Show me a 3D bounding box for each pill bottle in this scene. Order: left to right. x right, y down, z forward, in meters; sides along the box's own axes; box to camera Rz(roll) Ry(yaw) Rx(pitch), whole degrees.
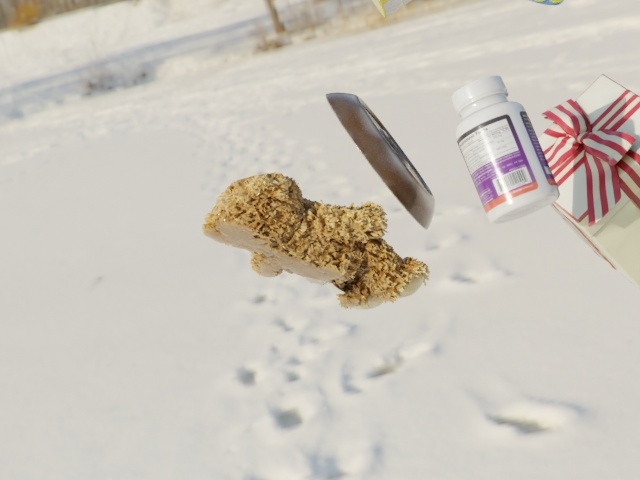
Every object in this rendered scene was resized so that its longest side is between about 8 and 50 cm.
[{"bbox_3d":[0.255,-0.130,1.623,0.108,0.193,0.108,-19,-11,-4],"label":"pill bottle"}]

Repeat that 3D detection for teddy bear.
[{"bbox_3d":[0.000,0.000,1.643,0.338,0.113,0.245,22,-24,-10],"label":"teddy bear"}]

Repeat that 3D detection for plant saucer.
[{"bbox_3d":[0.120,-0.157,2.096,0.050,0.310,0.310,-37,9,8],"label":"plant saucer"}]

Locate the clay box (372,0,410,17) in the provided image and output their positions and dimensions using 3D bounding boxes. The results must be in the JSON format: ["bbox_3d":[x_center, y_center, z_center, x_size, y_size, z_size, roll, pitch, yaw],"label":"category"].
[{"bbox_3d":[0.133,-0.484,1.970,0.127,0.053,0.222,-35,-21,0],"label":"clay box"}]

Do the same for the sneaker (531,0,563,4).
[{"bbox_3d":[0.284,-0.406,1.736,0.188,0.067,0.078,18,8,7],"label":"sneaker"}]

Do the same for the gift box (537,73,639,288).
[{"bbox_3d":[0.484,-0.088,1.895,0.276,0.258,0.255,-47,34,1],"label":"gift box"}]
